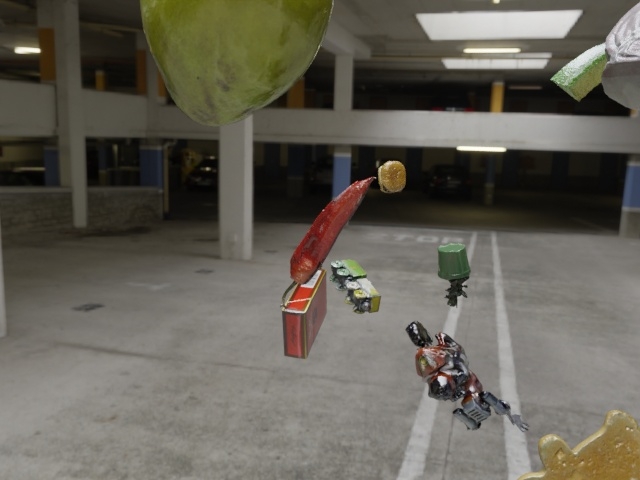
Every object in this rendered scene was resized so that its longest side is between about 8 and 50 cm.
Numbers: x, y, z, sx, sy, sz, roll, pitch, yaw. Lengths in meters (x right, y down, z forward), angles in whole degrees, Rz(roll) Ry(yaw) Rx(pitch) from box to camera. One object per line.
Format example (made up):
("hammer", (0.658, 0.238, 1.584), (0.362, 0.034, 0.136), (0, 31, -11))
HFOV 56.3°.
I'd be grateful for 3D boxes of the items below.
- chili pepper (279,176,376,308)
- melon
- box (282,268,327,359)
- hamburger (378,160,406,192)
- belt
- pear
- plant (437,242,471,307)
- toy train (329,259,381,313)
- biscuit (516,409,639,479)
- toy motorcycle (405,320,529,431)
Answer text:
("chili pepper", (0.000, 0.000, 0.951), (0.051, 0.268, 0.059), (29, 23, -10))
("melon", (0.713, -0.438, 1.512), (0.262, 0.114, 0.053), (-32, 35, -3))
("box", (-0.039, 0.198, 1.670), (0.074, 0.153, 0.239), (9, 27, 12))
("hamburger", (0.189, -0.166, 1.570), (0.076, 0.083, 0.044), (-10, -1, -28))
("belt", (0.626, -0.340, 0.983), (0.324, 0.115, 0.227), (-33, 32, 5))
("pear", (-0.097, -0.256, 0.672), (0.213, 0.269, 0.212), (12, 40, -10))
("plant", (0.199, 0.057, 0.885), (0.051, 0.102, 0.051), (-9, 19, 3))
("toy train", (0.086, 0.111, 1.476), (0.081, 0.060, 0.202), (-6, 30, -21))
("biscuit", (0.388, 0.355, 0.891), (0.234, 0.153, 0.030), (-32, -12, 2))
("toy motorcycle", (0.362, 0.376, 1.512), (0.134, 0.401, 0.207), (-39, 18, 20))
